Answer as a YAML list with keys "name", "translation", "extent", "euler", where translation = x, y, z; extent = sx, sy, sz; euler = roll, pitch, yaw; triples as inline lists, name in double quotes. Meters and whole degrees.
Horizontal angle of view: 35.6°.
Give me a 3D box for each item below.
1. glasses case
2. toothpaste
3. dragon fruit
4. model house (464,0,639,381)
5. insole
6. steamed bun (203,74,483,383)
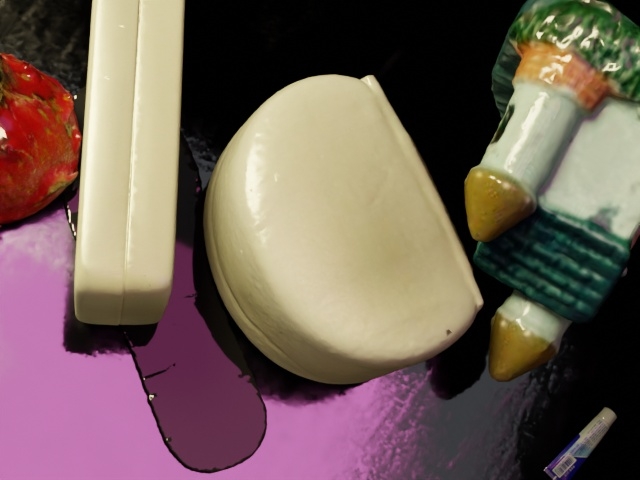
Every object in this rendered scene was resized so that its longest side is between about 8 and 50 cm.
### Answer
- name: "glasses case"
  translation: [-0.149, -0.096, 0.783]
  extent: [0.070, 0.131, 0.313]
  euler: [4, 73, -12]
- name: "toothpaste"
  translation: [0.232, 0.182, 0.887]
  extent: [0.024, 0.015, 0.083]
  euler: [45, 73, -1]
- name: "dragon fruit"
  translation: [-0.260, -0.089, 0.769]
  extent: [0.153, 0.111, 0.153]
  euler: [2, 75, -9]
- name: "model house"
  translation: [0.189, -0.025, 0.832]
  extent: [0.184, 0.253, 0.291]
  euler: [25, 83, 6]
- name: "insole"
  translation: [-0.133, 0.022, 0.830]
  extent: [0.119, 0.009, 0.348]
  euler: [-18, 80, -19]
- name: "steamed bun"
  translation: [0.000, 0.000, 0.799]
  extent: [0.164, 0.146, 0.242]
  euler: [-23, 83, -24]
